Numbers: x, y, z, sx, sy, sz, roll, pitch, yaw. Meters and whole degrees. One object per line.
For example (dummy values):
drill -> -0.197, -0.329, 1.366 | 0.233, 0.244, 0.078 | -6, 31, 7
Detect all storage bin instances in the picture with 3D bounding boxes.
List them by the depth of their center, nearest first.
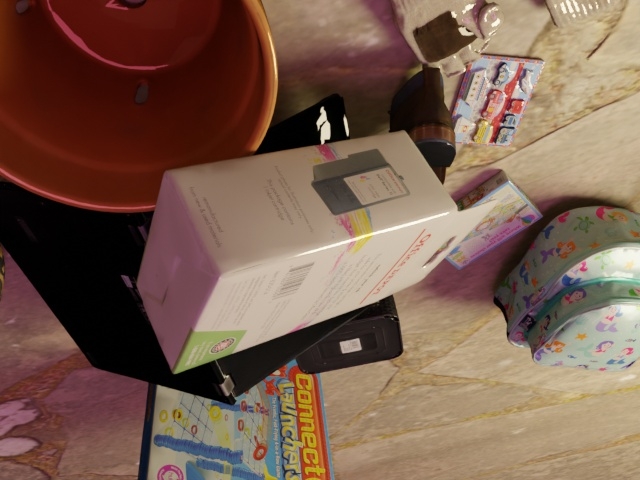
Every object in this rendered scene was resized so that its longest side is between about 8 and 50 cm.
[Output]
storage bin -> 0.041, 0.145, 1.013 | 0.180, 0.084, 0.122 | -11, 134, 4

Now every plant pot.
plant pot -> -0.190, -0.201, 0.566 | 0.290, 0.204, 0.291 | -4, 135, -4

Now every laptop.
laptop -> -0.169, 0.017, 0.830 | 0.407, 0.236, 0.382 | 8, 136, 22

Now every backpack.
backpack -> 0.419, 0.077, 0.940 | 0.224, 0.191, 0.254 | 8, 127, -14

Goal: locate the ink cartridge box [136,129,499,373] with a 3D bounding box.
ink cartridge box -> 0.000, 0.000, 0.658 | 0.353, 0.119, 0.207 | -15, 154, -33

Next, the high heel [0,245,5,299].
high heel -> -0.428, 0.067, 0.759 | 0.093, 0.261, 0.186 | -20, 143, -21

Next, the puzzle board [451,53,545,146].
puzzle board -> 0.222, -0.176, 0.781 | 0.096, 0.011, 0.128 | 2, 133, -10

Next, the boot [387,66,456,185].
boot -> 0.123, -0.124, 0.778 | 0.082, 0.106, 0.219 | 5, 163, -7

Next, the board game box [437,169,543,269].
board game box -> 0.242, -0.027, 0.916 | 0.154, 0.026, 0.103 | -37, 128, 24

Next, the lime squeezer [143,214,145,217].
lime squeezer -> -0.262, 0.004, 0.856 | 0.310, 0.059, 0.110 | 17, 129, -24

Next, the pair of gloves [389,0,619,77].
pair of gloves -> 0.189, -0.267, 0.629 | 0.240, 0.042, 0.204 | -16, 151, 20

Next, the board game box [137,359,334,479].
board game box -> -0.138, 0.328, 1.008 | 0.301, 0.308, 0.086 | 13, 129, -20
